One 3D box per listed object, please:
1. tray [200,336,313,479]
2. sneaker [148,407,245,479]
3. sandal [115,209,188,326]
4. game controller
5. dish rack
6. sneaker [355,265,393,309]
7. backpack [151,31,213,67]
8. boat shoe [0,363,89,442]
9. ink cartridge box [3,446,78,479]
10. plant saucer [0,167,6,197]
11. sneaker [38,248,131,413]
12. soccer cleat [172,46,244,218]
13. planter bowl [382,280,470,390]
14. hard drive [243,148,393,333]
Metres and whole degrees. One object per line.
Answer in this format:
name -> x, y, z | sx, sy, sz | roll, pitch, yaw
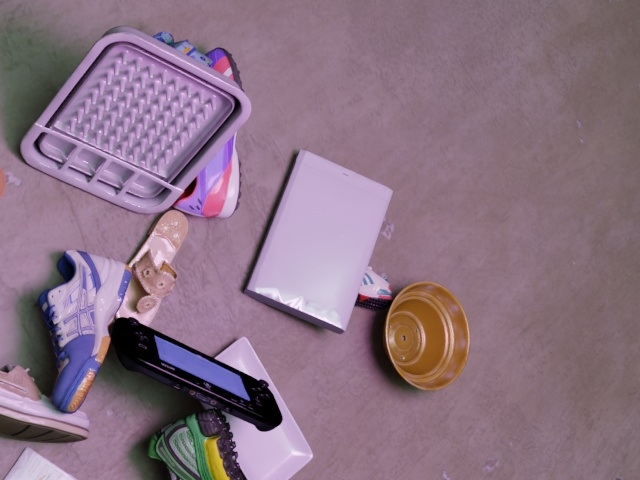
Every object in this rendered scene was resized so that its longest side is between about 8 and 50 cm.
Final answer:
tray -> -0.129, 0.324, 2.079 | 0.145, 0.030, 0.270 | -36, 103, -35
sneaker -> -0.196, 0.455, 1.970 | 0.146, 0.134, 0.343 | -14, 104, 7
sandal -> -0.283, 0.049, 1.987 | 0.088, 0.079, 0.240 | 32, 65, -27
game controller -> -0.208, 0.226, 1.933 | 0.319, 0.166, 0.067 | 28, 91, -21
dish rack -> -0.306, -0.203, 1.895 | 0.285, 0.333, 0.072 | 25, 40, -29
sneaker -> 0.071, 0.084, 2.255 | 0.161, 0.057, 0.075 | 16, 52, -28
backpack -> -0.279, -0.292, 1.990 | 0.158, 0.173, 0.117 | -42, 106, -32
boat shoe -> -0.488, 0.244, 1.788 | 0.302, 0.113, 0.103 | 26, 54, -41
ink cartridge box -> -0.430, 0.476, 1.843 | 0.232, 0.066, 0.189 | 33, 63, -3
plant saucer -> -0.553, -0.097, 1.862 | 0.083, 0.013, 0.083 | 7, 77, -34
sneaker -> -0.405, 0.144, 1.853 | 0.131, 0.112, 0.296 | 22, 45, -15
soccer cleat -> -0.209, -0.200, 2.070 | 0.116, 0.109, 0.318 | 4, 82, -31
planter bowl -> 0.190, 0.193, 2.289 | 0.217, 0.090, 0.217 | 6, 79, -34
hard drive -> 0.000, 0.000, 2.185 | 0.203, 0.040, 0.307 | 24, 67, -9
